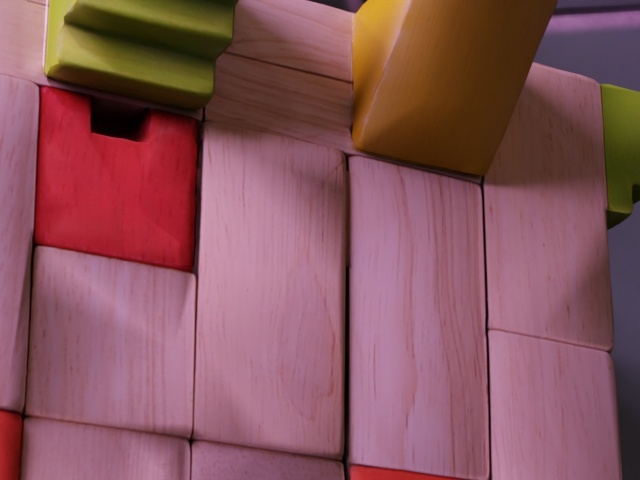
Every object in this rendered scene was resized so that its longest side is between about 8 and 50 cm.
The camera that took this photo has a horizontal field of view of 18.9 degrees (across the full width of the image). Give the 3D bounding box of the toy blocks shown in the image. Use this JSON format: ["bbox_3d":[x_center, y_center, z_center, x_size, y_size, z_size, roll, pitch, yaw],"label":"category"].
[{"bbox_3d":[-0.056,0.056,0.559,0.381,0.191,0.261,12,65,-25],"label":"toy blocks"}]
